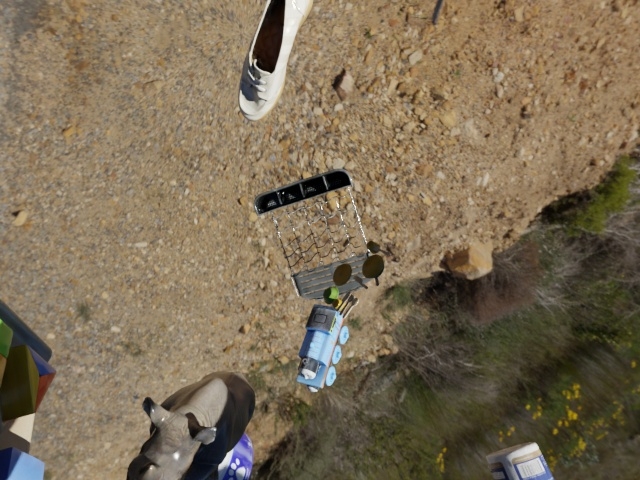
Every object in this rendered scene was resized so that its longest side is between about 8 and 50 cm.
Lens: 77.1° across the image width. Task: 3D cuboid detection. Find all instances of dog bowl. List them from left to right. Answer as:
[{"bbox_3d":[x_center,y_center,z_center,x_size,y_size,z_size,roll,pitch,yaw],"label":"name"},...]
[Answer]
[{"bbox_3d":[-0.301,0.583,1.014,0.265,0.265,0.104,-37,115,9],"label":"dog bowl"}]

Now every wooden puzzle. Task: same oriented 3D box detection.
[{"bbox_3d":[-0.462,0.244,0.549,0.080,0.348,0.322,-7,140,-10],"label":"wooden puzzle"}]

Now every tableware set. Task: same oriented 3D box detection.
[{"bbox_3d":[0.067,0.070,0.760,0.024,0.104,0.154,33,93,-37],"label":"tableware set"}]

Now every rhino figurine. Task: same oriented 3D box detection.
[{"bbox_3d":[-0.109,0.165,0.337,0.073,0.243,0.106,28,77,6],"label":"rhino figurine"}]

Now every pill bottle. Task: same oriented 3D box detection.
[{"bbox_3d":[0.256,0.315,0.482,0.067,0.120,0.067,-13,151,-7],"label":"pill bottle"}]

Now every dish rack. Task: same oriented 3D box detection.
[{"bbox_3d":[0.000,0.000,0.860,0.208,0.074,0.271,-17,101,10],"label":"dish rack"}]

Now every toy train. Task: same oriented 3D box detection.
[{"bbox_3d":[0.001,0.236,0.890,0.080,0.184,0.105,4,145,29],"label":"toy train"}]

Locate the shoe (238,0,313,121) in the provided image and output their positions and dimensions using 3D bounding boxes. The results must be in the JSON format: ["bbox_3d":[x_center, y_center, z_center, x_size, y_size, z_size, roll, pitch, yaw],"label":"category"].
[{"bbox_3d":[-0.083,-0.289,0.615,0.076,0.058,0.219,32,115,11],"label":"shoe"}]
